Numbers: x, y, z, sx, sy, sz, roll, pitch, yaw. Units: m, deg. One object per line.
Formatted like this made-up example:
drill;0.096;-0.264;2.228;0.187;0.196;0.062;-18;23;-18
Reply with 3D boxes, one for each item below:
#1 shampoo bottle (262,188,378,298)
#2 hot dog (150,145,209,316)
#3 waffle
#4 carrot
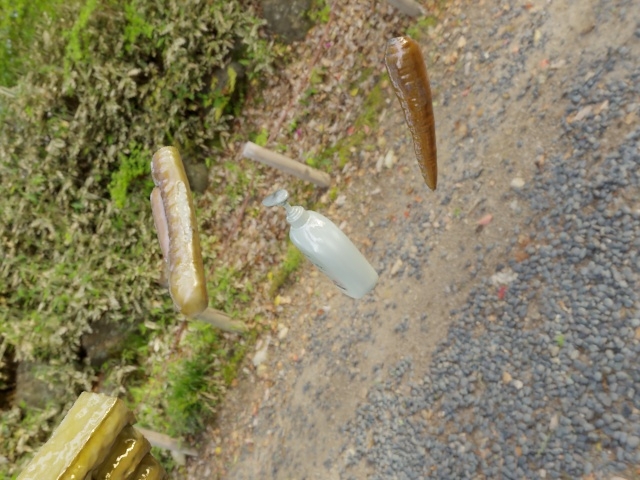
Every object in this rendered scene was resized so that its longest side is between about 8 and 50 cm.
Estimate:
shampoo bottle;0.000;0.000;0.579;0.045;0.152;0.077;-47;37;-9
hot dog;-0.097;-0.007;0.373;0.044;0.028;0.137;98;155;-54
waffle;-0.222;0.289;0.545;0.274;0.057;0.168;84;-155;-43
carrot;0.125;-0.153;0.697;0.048;0.216;0.048;-16;31;10
